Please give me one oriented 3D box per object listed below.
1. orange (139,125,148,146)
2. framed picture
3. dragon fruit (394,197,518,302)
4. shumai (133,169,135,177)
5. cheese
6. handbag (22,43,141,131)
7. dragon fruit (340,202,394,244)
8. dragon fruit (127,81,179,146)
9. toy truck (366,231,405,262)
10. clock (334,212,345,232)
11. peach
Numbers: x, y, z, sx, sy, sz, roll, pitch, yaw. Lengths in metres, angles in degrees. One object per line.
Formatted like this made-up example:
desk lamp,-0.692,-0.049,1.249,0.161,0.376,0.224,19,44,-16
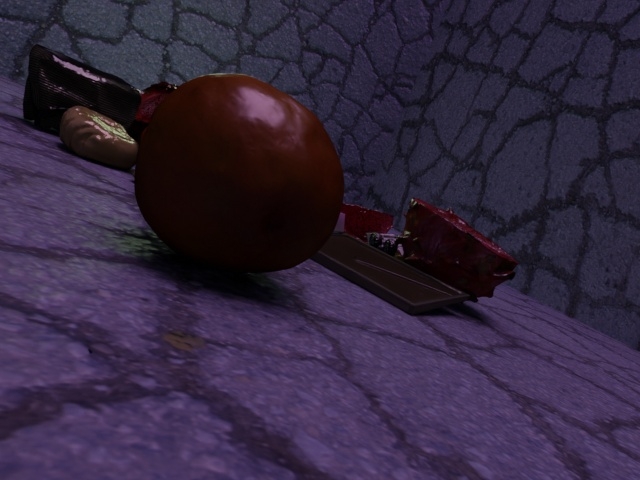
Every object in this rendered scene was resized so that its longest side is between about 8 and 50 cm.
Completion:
orange,-0.417,-0.257,1.562,0.224,0.170,0.224,44,-10,10
framed picture,0.142,0.071,1.438,0.446,0.028,0.326,28,16,35
dragon fruit,0.390,0.043,1.636,0.386,0.249,0.371,29,12,-10
shumai,-0.409,-0.188,1.424,0.146,0.116,0.145,21,6,-2
cheese,-0.615,-0.282,1.505,0.226,0.117,0.214,23,12,-36
handbag,-0.769,-0.444,1.704,0.247,0.240,0.341,30,10,40
dragon fruit,0.159,-0.051,2.239,0.274,0.161,0.126,13,-19,-15
dragon fruit,-0.564,-0.427,2.006,0.296,0.295,0.301,30,-18,45
toy truck,0.254,0.034,1.892,0.136,0.111,0.286,4,10,-18
clock,-0.042,-0.067,1.652,0.197,0.063,0.150,7,1,37
peach,-0.129,-0.096,0.876,0.343,0.342,0.301,17,32,-40
